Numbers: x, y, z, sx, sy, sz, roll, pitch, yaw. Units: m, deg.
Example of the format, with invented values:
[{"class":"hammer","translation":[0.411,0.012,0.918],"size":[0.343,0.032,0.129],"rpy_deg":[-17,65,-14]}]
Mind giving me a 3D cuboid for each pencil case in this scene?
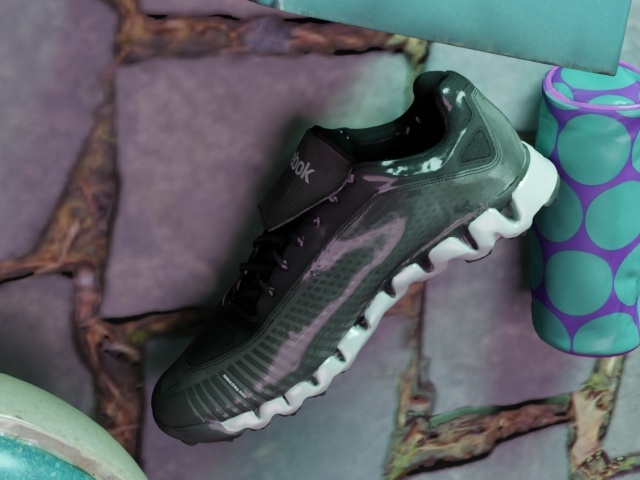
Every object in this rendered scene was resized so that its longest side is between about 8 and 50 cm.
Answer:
[{"class":"pencil case","translation":[0.146,-0.018,0.900],"size":[0.070,0.064,0.151],"rpy_deg":[-13,121,-20]}]

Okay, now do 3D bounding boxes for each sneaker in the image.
[{"class":"sneaker","translation":[0.000,0.000,0.833],"size":[0.234,0.078,0.106],"rpy_deg":[-37,120,-4]}]

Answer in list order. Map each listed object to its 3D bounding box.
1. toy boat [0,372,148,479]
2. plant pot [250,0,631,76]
[{"class":"toy boat","translation":[-0.095,0.181,0.787],"size":[0.318,0.148,0.267],"rpy_deg":[0,129,-7]},{"class":"plant pot","translation":[0.040,-0.208,0.686],"size":[0.166,0.165,0.234],"rpy_deg":[6,105,-30]}]
